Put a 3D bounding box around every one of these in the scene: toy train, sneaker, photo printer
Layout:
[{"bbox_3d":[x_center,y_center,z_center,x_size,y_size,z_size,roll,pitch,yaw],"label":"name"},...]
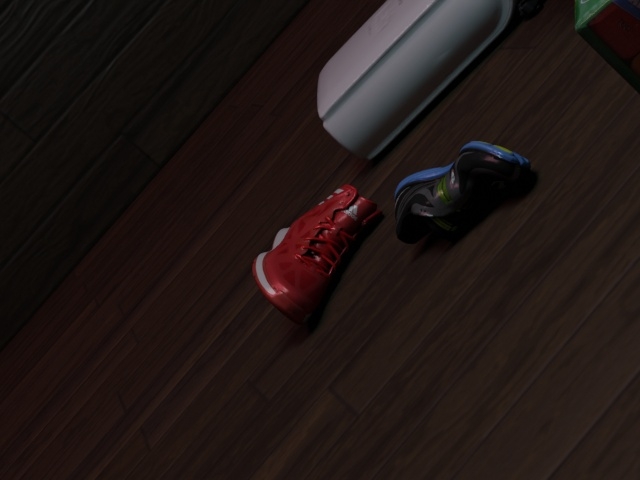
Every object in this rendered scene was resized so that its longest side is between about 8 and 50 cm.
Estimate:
[{"bbox_3d":[0.278,-0.328,1.840,0.158,0.027,0.036,-58,6,-33],"label":"toy train"},{"bbox_3d":[0.000,0.000,1.672,0.128,0.087,0.221,-45,16,19],"label":"sneaker"},{"bbox_3d":[0.131,-0.265,1.938,0.307,0.107,0.256,-44,15,17],"label":"photo printer"},{"bbox_3d":[0.136,-0.041,1.447,0.188,0.067,0.078,-27,47,52],"label":"sneaker"}]

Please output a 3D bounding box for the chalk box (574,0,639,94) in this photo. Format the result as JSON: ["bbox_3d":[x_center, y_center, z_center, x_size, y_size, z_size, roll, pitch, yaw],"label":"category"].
[{"bbox_3d":[0.297,-0.172,1.043,0.179,0.180,0.289,-41,14,26],"label":"chalk box"}]
